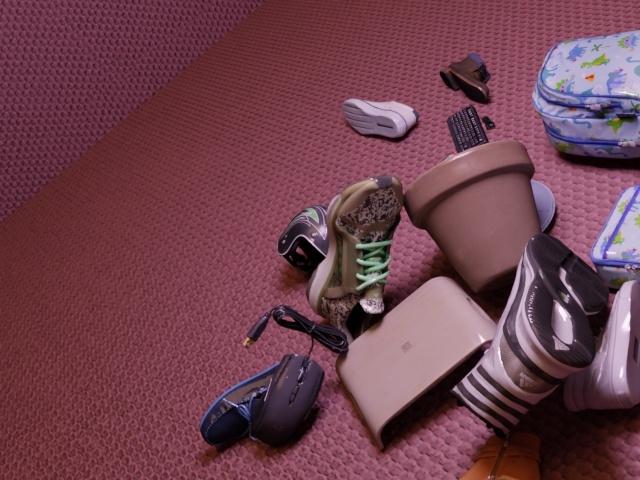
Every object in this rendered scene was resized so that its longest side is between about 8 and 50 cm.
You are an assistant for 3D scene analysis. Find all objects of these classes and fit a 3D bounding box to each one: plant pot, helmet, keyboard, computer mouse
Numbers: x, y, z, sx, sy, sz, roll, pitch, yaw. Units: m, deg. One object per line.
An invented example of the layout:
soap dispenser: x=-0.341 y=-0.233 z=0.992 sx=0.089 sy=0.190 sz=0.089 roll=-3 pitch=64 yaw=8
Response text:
plant pot: x=0.314 y=-0.028 z=1.665 sx=0.263 sy=0.263 sz=0.229 roll=-25 pitch=72 yaw=12
helmet: x=0.000 y=0.000 z=1.962 sx=0.161 sy=0.169 sz=0.169 roll=-33 pitch=30 yaw=31
keyboard: x=0.370 y=-0.277 z=2.127 sx=0.108 sy=0.023 sz=0.180 roll=-24 pitch=36 yaw=14
computer mouse: x=-0.077 y=0.255 z=1.641 sx=0.262 sy=0.184 sz=0.060 roll=-58 pitch=10 yaw=1

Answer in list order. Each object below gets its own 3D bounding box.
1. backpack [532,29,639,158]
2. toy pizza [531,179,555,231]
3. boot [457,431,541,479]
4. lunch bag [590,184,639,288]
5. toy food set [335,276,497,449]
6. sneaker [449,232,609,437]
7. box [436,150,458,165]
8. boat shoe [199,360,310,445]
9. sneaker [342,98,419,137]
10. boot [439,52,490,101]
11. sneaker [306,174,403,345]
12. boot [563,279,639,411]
backpack: x=0.619 y=-0.298 z=1.786 sx=0.355 sy=0.273 sz=0.290 roll=-6 pitch=48 yaw=52
toy pizza: x=0.393 y=-0.047 z=1.814 sx=0.201 sy=0.032 sz=0.201 roll=-21 pitch=41 yaw=19
boot: x=0.254 y=0.374 z=1.383 sx=0.197 sy=0.073 sz=0.152 roll=-3 pitch=42 yaw=27
lunch bag: x=0.592 y=-0.007 z=1.555 sx=0.176 sy=0.090 sz=0.219 roll=6 pitch=47 yaw=45
toy food set: x=0.184 y=0.224 z=1.620 sx=0.306 sy=0.092 sz=0.220 roll=-40 pitch=34 yaw=5
sneaker: x=0.323 y=0.156 z=1.437 sx=0.257 sy=0.169 sz=0.447 roll=-51 pitch=-5 yaw=28
box: x=0.293 y=-0.145 z=2.022 sx=0.137 sy=0.027 sz=0.094 roll=-40 pitch=36 yaw=-11
boat shoe: x=-0.123 y=0.321 z=1.717 sx=0.258 sy=0.109 sz=0.089 roll=-39 pitch=38 yaw=-4
sneaker: x=0.161 y=-0.331 z=2.322 sx=0.091 sy=0.094 sz=0.258 roll=-28 pitch=34 yaw=-26
boot: x=0.398 y=-0.430 z=2.241 sx=0.106 sy=0.082 sz=0.219 roll=-38 pitch=33 yaw=-2
sneaker: x=0.096 y=0.052 z=1.695 sx=0.158 sy=0.410 sz=0.182 roll=-10 pitch=48 yaw=-23
boot: x=0.466 y=0.171 z=1.438 sx=0.123 sy=0.095 sz=0.258 roll=-16 pitch=30 yaw=37
